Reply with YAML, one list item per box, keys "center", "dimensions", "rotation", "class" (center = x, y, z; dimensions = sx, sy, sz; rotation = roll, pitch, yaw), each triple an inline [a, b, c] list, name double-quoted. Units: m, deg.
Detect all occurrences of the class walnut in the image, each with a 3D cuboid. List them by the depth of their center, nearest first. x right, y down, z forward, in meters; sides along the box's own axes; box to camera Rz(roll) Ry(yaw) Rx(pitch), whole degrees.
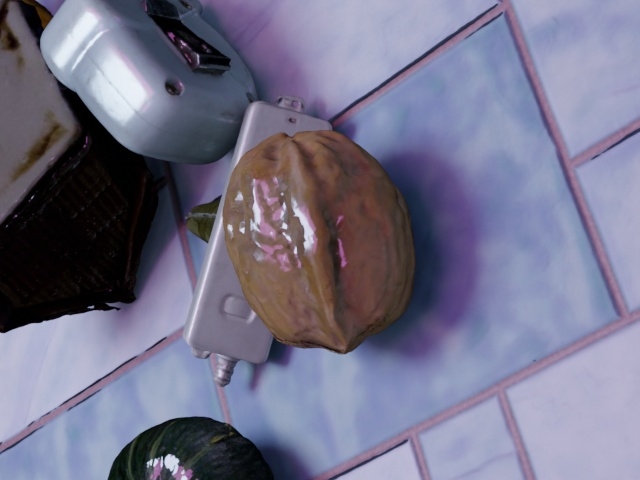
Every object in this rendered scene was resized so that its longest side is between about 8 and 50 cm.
- center: [0.000, 0.000, 1.504]
  dimensions: [0.198, 0.198, 0.245]
  rotation: [-24, 72, 35]
  class: "walnut"

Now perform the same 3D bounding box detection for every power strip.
- center: [-0.073, 0.000, 1.624]
  dimensions: [0.058, 0.098, 0.338]
  rotation: [-155, 81, -78]
  class: "power strip"

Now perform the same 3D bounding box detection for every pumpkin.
- center: [-0.137, 0.291, 1.584]
  dimensions: [0.211, 0.152, 0.212]
  rotation: [2, 94, 28]
  class: "pumpkin"

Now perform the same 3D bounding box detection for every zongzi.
- center: [-0.100, -0.042, 1.698]
  dimensions: [0.104, 0.052, 0.113]
  rotation: [32, 89, 47]
  class: "zongzi"

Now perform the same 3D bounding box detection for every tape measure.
- center: [-0.183, -0.205, 1.682]
  dimensions: [0.246, 0.243, 0.125]
  rotation: [47, 115, 16]
  class: "tape measure"

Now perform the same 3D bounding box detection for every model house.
- center: [-0.352, -0.065, 1.767]
  dimensions: [0.297, 0.282, 0.317]
  rotation: [-34, 60, 5]
  class: "model house"

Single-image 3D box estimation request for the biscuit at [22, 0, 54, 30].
- center: [-0.466, -0.132, 1.894]
  dimensions: [0.394, 0.350, 0.070]
  rotation: [-44, 10, -8]
  class: "biscuit"
